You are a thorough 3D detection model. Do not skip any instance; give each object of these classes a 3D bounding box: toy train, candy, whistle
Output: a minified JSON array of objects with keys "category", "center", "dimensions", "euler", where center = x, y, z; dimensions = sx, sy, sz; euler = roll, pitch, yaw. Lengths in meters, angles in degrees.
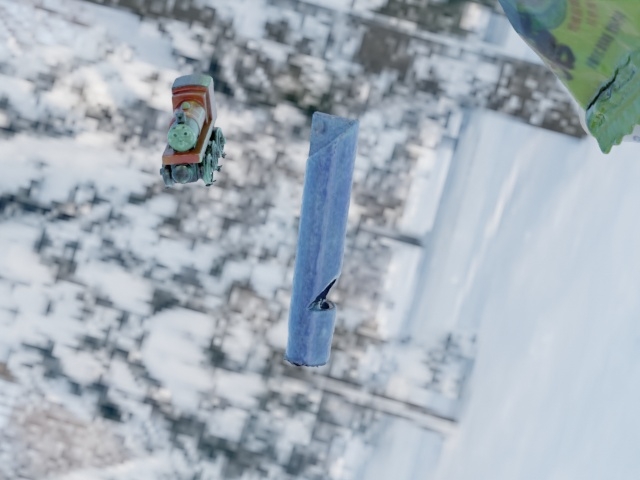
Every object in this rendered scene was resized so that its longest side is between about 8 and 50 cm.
[{"category":"toy train","center":[-0.100,-0.082,1.216],"dimensions":[0.103,0.044,0.064],"euler":[-80,-13,-63]},{"category":"candy","center":[0.141,-0.177,0.940],"dimensions":[0.246,0.069,0.149],"euler":[63,161,19]},{"category":"whistle","center":[0.000,0.000,1.880],"dimensions":[0.062,0.062,0.304],"euler":[-71,-12,-73]}]

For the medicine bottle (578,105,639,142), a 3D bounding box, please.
[{"category":"medicine bottle","center":[0.306,-0.117,1.072],"dimensions":[0.114,0.252,0.114],"euler":[4,-90,-75]}]
